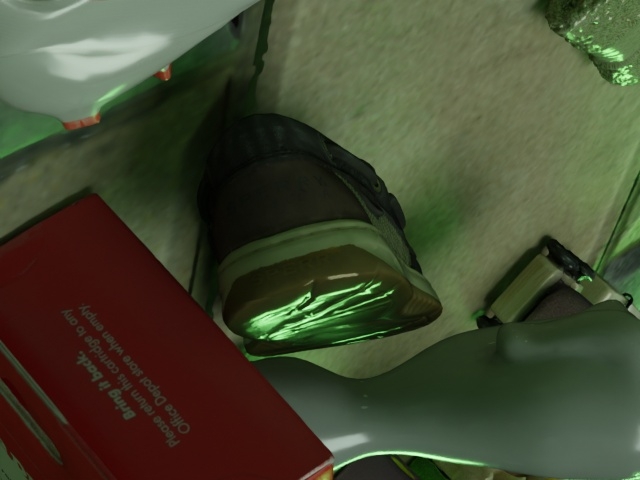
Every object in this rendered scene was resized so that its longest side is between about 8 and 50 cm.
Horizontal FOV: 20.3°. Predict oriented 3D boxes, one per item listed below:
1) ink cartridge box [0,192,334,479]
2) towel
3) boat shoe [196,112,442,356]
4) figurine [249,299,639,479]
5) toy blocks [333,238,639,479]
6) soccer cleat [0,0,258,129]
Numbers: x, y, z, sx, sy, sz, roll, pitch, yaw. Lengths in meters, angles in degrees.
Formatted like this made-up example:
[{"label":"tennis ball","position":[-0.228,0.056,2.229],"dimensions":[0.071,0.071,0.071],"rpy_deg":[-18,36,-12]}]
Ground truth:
[{"label":"ink cartridge box","position":[-0.065,0.082,0.621],"dimensions":[0.078,0.134,0.231],"rpy_deg":[-34,154,-22]},{"label":"towel","position":[0.162,-0.135,0.772],"dimensions":[0.148,0.027,0.110],"rpy_deg":[-50,154,9]},{"label":"boat shoe","position":[-0.001,0.000,0.666],"dimensions":[0.080,0.073,0.223],"rpy_deg":[-13,172,4]},{"label":"figurine","position":[0.047,0.128,0.810],"dimensions":[0.209,0.092,0.215],"rpy_deg":[-7,118,-3]},{"label":"toy blocks","position":[0.153,0.216,1.022],"dimensions":[0.309,0.260,0.288],"rpy_deg":[-49,155,8]},{"label":"soccer cleat","position":[-0.017,-0.105,0.496],"dimensions":[0.196,0.068,0.076],"rpy_deg":[-36,151,-13]}]
